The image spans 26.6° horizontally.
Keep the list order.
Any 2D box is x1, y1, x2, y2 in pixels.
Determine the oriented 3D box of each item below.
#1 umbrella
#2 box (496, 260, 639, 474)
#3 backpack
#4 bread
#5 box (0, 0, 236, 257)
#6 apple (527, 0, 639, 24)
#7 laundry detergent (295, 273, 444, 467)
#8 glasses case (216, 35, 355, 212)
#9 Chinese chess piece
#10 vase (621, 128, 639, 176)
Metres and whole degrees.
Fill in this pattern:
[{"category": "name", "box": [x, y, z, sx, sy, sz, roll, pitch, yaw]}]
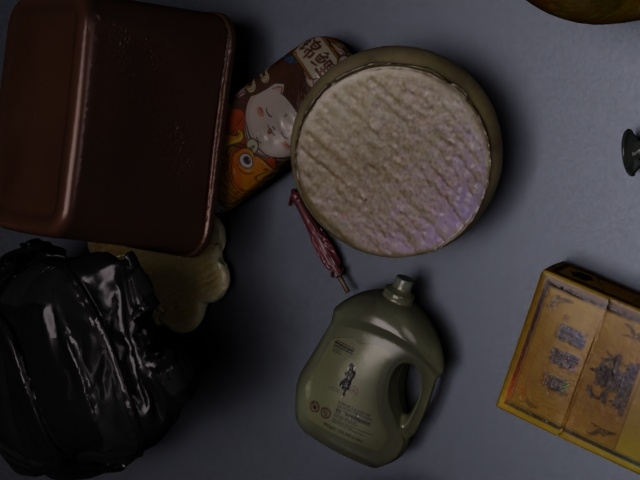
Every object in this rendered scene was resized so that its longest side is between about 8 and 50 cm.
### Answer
[{"category": "umbrella", "box": [0.000, 0.000, 1.871, 0.027, 0.025, 0.165, -41, 73, 47]}, {"category": "box", "box": [0.385, 0.171, 1.641, 0.301, 0.084, 0.193, 24, 108, 25]}, {"category": "backpack", "box": [-0.333, 0.166, 1.907, 0.445, 0.255, 0.363, -11, 101, 59]}, {"category": "bread", "box": [-0.237, 0.048, 2.003, 0.251, 0.039, 0.182, -6, 94, 30]}, {"category": "box", "box": [-0.291, -0.160, 1.844, 0.239, 0.229, 0.339, 8, 92, 50]}, {"category": "apple", "box": [0.333, -0.427, 1.443, 0.384, 0.374, 0.374, -27, 83, 40]}, {"category": "laundry detergent", "box": [0.074, 0.164, 1.812, 0.181, 0.091, 0.253, 28, 109, 22]}, {"category": "glasses case", "box": [-0.069, -0.156, 1.856, 0.321, 0.082, 0.122, -36, 74, 28]}, {"category": "Chinese chess piece", "box": [0.095, -0.111, 1.712, 0.270, 0.112, 0.270, 4, 108, 11]}, {"category": "vase", "box": [0.440, -0.114, 1.588, 0.167, 0.059, 0.059, -7, 93, 30]}]
